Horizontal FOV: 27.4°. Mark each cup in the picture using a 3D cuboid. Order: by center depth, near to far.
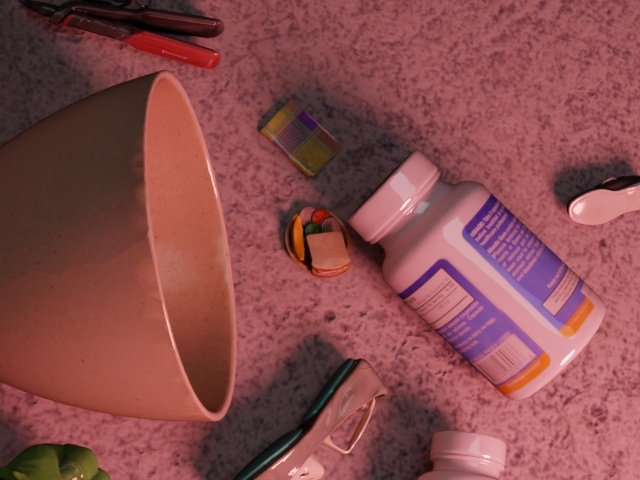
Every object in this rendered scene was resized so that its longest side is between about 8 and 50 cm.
[{"bbox_3d":[-0.231,0.020,1.245,0.237,0.331,0.331,-8,74,7],"label":"cup"}]

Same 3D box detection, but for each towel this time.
[{"bbox_3d":[-0.022,-0.115,1.498,0.083,0.009,0.060,42,66,-1],"label":"towel"}]

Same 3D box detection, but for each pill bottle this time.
[{"bbox_3d":[0.144,0.301,1.363,0.108,0.108,0.193,14,68,-14],"label":"pill bottle"},{"bbox_3d":[0.164,0.032,1.435,0.272,0.152,0.152,44,65,0],"label":"pill bottle"}]

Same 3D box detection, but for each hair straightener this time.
[{"bbox_3d":[-0.219,-0.259,1.467,0.231,0.047,0.089,11,69,-10],"label":"hair straightener"}]

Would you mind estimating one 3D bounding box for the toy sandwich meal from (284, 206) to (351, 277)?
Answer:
[{"bbox_3d":[0.000,0.000,1.456,0.086,0.029,0.085,6,71,-17],"label":"toy sandwich meal"}]

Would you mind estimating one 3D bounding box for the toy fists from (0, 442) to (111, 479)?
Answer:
[{"bbox_3d":[-0.222,0.322,1.218,0.142,0.096,0.279,5,63,-61],"label":"toy fists"}]

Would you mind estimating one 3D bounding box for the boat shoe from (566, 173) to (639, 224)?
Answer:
[{"bbox_3d":[0.347,-0.053,1.586,0.125,0.038,0.046,-18,121,-17],"label":"boat shoe"}]

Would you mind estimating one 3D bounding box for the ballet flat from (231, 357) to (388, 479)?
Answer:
[{"bbox_3d":[-0.006,0.210,1.364,0.068,0.072,0.213,47,64,-4],"label":"ballet flat"}]
